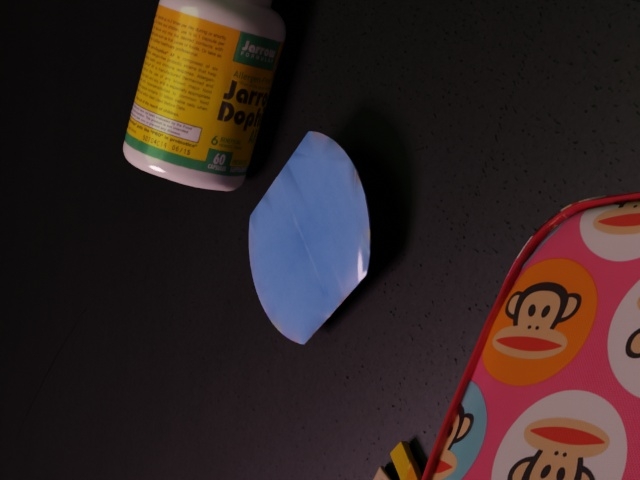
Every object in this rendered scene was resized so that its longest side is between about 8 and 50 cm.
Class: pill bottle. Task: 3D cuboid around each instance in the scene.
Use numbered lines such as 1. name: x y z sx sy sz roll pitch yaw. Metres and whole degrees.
1. pill bottle: -0.098 -0.159 0.814 0.117 0.117 0.208 32 109 51

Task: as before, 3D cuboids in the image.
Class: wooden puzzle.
1. wooden puzzle: 0.048 0.205 0.634 0.116 0.014 0.078 -62 36 25

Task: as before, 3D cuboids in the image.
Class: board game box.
1. board game box: 0.000 0.000 0.724 0.169 0.033 0.133 -52 50 41

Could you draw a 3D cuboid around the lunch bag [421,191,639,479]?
1. lunch bag: 0.187 0.068 0.349 0.293 0.120 0.258 -1 60 53
